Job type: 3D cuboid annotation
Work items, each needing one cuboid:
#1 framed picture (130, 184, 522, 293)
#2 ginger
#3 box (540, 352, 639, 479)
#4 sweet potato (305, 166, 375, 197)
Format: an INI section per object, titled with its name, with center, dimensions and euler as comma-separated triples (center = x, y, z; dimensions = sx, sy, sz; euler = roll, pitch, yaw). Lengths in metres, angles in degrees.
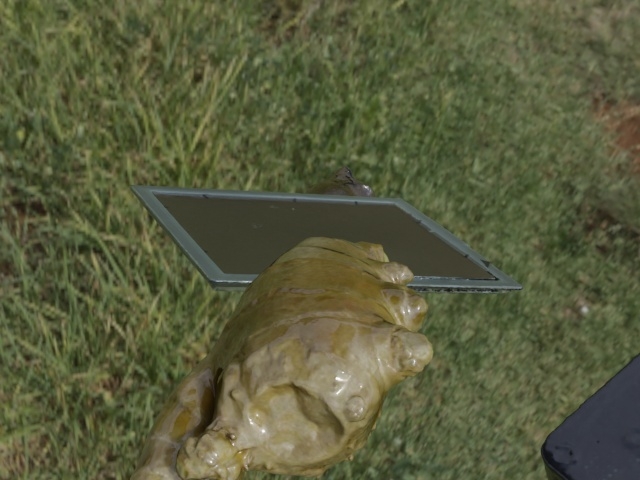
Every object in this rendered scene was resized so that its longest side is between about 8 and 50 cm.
[framed picture]
center = 0.000, 0.000, 0.913
dimensions = 0.273, 0.016, 0.216
euler = 2, 20, -26
[ginger]
center = -0.002, 0.046, 0.489
dimensions = 0.081, 0.115, 0.205
euler = 36, 39, 3
[box]
center = 0.380, 0.144, 0.956
dimensions = 0.350, 0.058, 0.211
euler = -37, 45, -19
[sweet potato]
center = 0.033, -0.019, 1.471
dimensions = 0.112, 0.085, 0.285
euler = 22, 23, -18
